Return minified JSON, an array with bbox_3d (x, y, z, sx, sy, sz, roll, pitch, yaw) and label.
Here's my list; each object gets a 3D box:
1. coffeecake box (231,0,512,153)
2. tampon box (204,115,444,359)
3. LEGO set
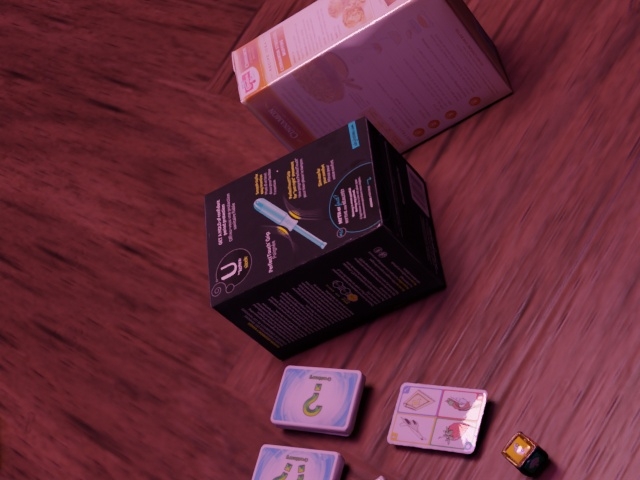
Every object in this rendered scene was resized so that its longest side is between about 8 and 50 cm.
[{"bbox_3d":[0.043,-0.141,1.117,0.185,0.142,0.068,-28,47,18],"label":"coffeecake box"},{"bbox_3d":[0.000,0.000,1.080,0.161,0.101,0.120,-25,48,22],"label":"tampon box"},{"bbox_3d":[0.038,0.179,0.961,0.244,0.060,0.182,1,65,37],"label":"LEGO set"}]
